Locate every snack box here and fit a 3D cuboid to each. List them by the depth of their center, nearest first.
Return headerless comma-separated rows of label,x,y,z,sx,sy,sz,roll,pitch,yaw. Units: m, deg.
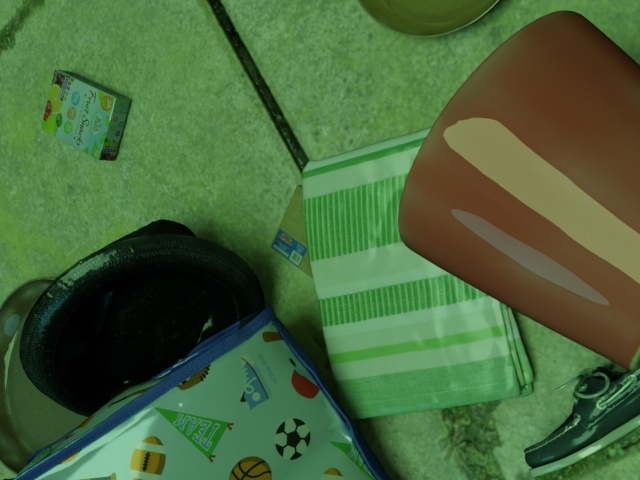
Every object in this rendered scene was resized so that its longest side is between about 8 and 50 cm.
snack box,-0.361,-0.193,1.309,0.141,0.037,0.100,27,108,28

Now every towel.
towel,0.103,0.040,1.018,0.248,0.038,0.324,-13,87,28

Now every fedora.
fedora,-0.242,0.088,1.152,0.334,0.334,0.152,-52,36,24

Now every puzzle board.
puzzle board,0.000,0.000,1.105,0.128,0.011,0.096,35,111,27

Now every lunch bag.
lunch bag,-0.132,0.307,1.029,0.385,0.239,0.327,-34,93,-1

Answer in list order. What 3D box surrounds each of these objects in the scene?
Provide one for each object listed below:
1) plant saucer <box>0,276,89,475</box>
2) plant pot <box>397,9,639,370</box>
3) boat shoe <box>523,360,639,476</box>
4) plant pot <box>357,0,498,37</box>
plant saucer,-0.432,0.214,1.347,0.311,0.050,0.310,-6,79,35
plant pot,0.249,-0.031,0.783,0.243,0.275,0.275,42,113,27
boat shoe,0.305,0.155,0.868,0.254,0.095,0.079,-41,73,26
plant pot,0.135,-0.351,0.985,0.236,0.032,0.236,2,93,32
